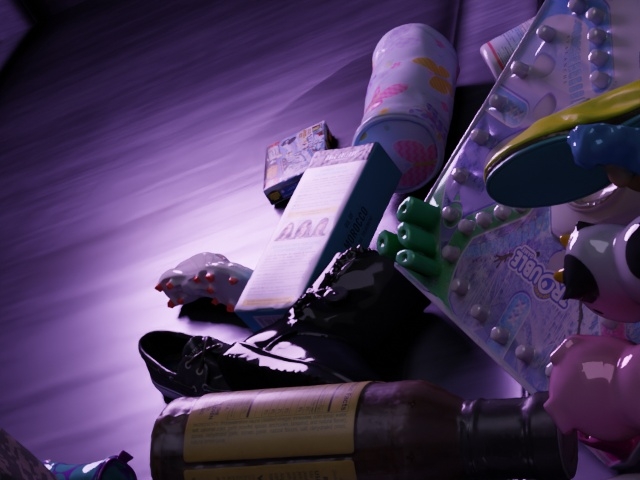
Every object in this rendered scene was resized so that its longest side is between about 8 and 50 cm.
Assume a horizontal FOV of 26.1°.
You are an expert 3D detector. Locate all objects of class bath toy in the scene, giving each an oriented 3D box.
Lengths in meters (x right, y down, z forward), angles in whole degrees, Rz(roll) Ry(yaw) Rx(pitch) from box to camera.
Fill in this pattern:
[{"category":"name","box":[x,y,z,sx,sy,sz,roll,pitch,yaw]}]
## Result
[{"category":"bath toy","box":[0.222,0.088,1.002,0.151,0.129,0.348,121,159,-73]}]

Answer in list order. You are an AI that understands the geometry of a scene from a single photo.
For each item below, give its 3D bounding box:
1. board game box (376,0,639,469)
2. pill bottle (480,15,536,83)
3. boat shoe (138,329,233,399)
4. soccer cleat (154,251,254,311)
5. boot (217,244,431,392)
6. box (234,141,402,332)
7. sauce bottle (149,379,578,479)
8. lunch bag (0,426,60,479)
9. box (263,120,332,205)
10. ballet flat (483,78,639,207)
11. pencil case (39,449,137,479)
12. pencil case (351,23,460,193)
[{"category":"board game box","box":[0.240,-0.064,1.207,0.390,0.050,0.390,-59,37,11]},{"category":"pill bottle","box":[0.285,-0.239,1.708,0.160,0.087,0.087,-27,26,7]},{"category":"boat shoe","box":[-0.126,0.135,1.504,0.080,0.076,0.228,-43,28,-23]},{"category":"soccer cleat","box":[-0.125,0.043,1.681,0.196,0.068,0.076,-3,35,49]},{"category":"boot","box":[0.043,0.097,1.367,0.207,0.094,0.246,-40,34,-28]},{"category":"box","box":[0.000,0.000,1.576,0.100,0.060,0.244,-6,46,42]},{"category":"sauce bottle","box":[0.034,0.171,1.125,0.344,0.111,0.111,-5,35,22]},{"category":"lunch bag","box":[-0.368,0.343,1.272,0.305,0.212,0.256,-30,43,6]},{"category":"box","box":[-0.030,-0.107,1.881,0.094,0.027,0.137,-23,27,13]},{"category":"ballet flat","box":[0.237,-0.091,1.131,0.231,0.077,0.077,-22,34,41]},{"category":"pencil case","box":[-0.262,0.258,1.448,0.151,0.064,0.070,-8,50,38]},{"category":"pencil case","box":[0.107,-0.170,1.750,0.124,0.113,0.273,-40,19,28]}]
